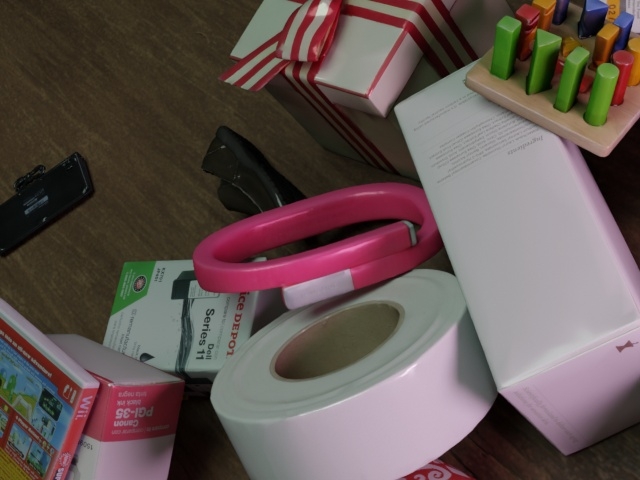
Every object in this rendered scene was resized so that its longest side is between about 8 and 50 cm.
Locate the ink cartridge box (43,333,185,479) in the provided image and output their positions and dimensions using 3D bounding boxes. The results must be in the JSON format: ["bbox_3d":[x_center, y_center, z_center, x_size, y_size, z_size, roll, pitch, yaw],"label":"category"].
[{"bbox_3d":[-0.283,0.267,1.380,0.207,0.117,0.283,16,97,38],"label":"ink cartridge box"}]

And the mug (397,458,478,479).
[{"bbox_3d":[0.072,0.272,1.225,0.169,0.113,0.150,27,78,43],"label":"mug"}]

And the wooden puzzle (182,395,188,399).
[{"bbox_3d":[-0.193,0.154,1.527,0.079,0.014,0.116,-15,57,20],"label":"wooden puzzle"}]

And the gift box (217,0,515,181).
[{"bbox_3d":[0.051,-0.230,1.433,0.276,0.258,0.255,16,73,37],"label":"gift box"}]

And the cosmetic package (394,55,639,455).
[{"bbox_3d":[0.223,0.004,1.228,0.155,0.197,0.365,-27,51,16],"label":"cosmetic package"}]

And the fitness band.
[{"bbox_3d":[0.000,0.000,1.362,0.291,0.054,0.209,-17,21,-14],"label":"fitness band"}]

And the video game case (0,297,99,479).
[{"bbox_3d":[-0.356,0.233,1.348,0.204,0.025,0.285,32,107,36],"label":"video game case"}]

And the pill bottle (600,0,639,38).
[{"bbox_3d":[0.436,-0.239,1.253,0.278,0.162,0.162,4,66,35],"label":"pill bottle"}]

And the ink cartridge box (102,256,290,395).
[{"bbox_3d":[-0.148,0.105,1.467,0.208,0.087,0.153,-3,61,26],"label":"ink cartridge box"}]

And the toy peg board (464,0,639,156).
[{"bbox_3d":[0.253,-0.188,1.184,0.161,0.079,0.160,31,58,21],"label":"toy peg board"}]

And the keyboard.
[{"bbox_3d":[-0.418,-0.061,1.792,0.180,0.023,0.108,-33,57,12],"label":"keyboard"}]

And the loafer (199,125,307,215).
[{"bbox_3d":[-0.085,-0.061,1.550,0.078,0.080,0.220,-51,43,10],"label":"loafer"}]

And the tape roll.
[{"bbox_3d":[0.035,0.140,1.234,0.286,0.100,0.286,-23,18,8],"label":"tape roll"}]
